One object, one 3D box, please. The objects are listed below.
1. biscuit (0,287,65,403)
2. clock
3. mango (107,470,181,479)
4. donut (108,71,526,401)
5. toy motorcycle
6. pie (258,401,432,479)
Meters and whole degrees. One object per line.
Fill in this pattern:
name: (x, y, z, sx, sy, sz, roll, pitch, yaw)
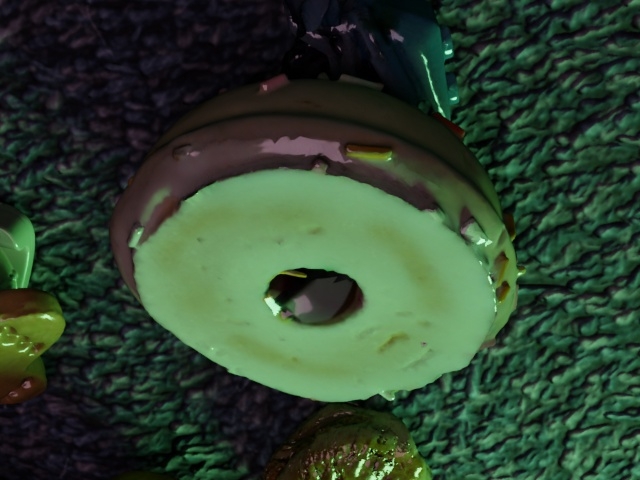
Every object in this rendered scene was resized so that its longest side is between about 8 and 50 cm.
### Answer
biscuit: (-0.424, 0.146, 1.526, 0.275, 0.052, 0.355, 20, 133, -43)
clock: (-0.384, 0.043, 1.549, 0.151, 0.062, 0.191, 13, 116, 6)
mango: (-0.175, 0.399, 1.577, 0.221, 0.199, 0.384, -20, 123, -15)
donut: (0.000, 0.000, 1.352, 0.382, 0.142, 0.383, 8, 142, 6)
toy motorcycle: (0.053, -0.269, 1.271, 0.232, 0.172, 0.416, -10, 121, 0)
pie: (0.029, 0.258, 1.553, 0.163, 0.079, 0.193, 33, 116, -8)
